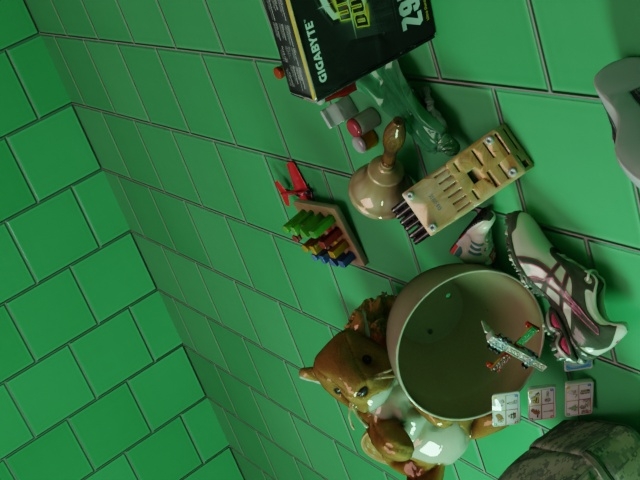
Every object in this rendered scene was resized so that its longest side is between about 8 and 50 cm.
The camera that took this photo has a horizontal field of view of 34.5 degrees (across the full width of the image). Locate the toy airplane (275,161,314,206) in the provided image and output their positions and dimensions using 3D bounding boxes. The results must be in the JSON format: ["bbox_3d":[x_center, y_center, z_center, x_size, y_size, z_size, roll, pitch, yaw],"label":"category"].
[{"bbox_3d":[-0.058,-0.112,2.364,0.151,0.028,0.151,42,153,28],"label":"toy airplane"}]

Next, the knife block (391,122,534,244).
[{"bbox_3d":[0.243,-0.094,1.777,0.276,0.242,0.088,-36,87,21],"label":"knife block"}]

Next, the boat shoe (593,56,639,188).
[{"bbox_3d":[0.406,-0.118,1.257,0.301,0.108,0.102,-94,-21,-58],"label":"boat shoe"}]

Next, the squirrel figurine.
[{"bbox_3d":[0.131,0.286,2.097,0.370,0.281,0.397,34,-161,-24],"label":"squirrel figurine"}]

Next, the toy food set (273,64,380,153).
[{"bbox_3d":[0.018,-0.261,1.947,0.232,0.105,0.111,60,156,-5],"label":"toy food set"}]

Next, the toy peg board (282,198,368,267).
[{"bbox_3d":[0.000,0.000,2.295,0.161,0.079,0.160,13,137,54],"label":"toy peg board"}]

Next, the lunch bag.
[{"bbox_3d":[0.436,0.462,1.793,0.212,0.256,0.305,60,167,-1],"label":"lunch bag"}]

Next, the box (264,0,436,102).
[{"bbox_3d":[0.034,-0.408,1.557,0.079,0.257,0.321,27,141,47],"label":"box"}]

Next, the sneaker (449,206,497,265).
[{"bbox_3d":[0.289,0.000,1.827,0.075,0.057,0.161,37,152,4],"label":"sneaker"}]

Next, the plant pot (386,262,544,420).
[{"bbox_3d":[0.234,0.158,1.874,0.284,0.284,0.191,69,169,-23],"label":"plant pot"}]

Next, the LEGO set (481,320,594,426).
[{"bbox_3d":[0.380,0.210,1.796,0.060,0.183,0.244,-96,-3,-56],"label":"LEGO set"}]

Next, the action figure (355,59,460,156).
[{"bbox_3d":[0.159,-0.228,1.772,0.232,0.064,0.137,52,154,21],"label":"action figure"}]

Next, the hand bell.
[{"bbox_3d":[0.122,-0.145,1.833,0.126,0.126,0.242,50,161,18],"label":"hand bell"}]

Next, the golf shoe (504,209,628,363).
[{"bbox_3d":[0.393,0.061,1.663,0.120,0.105,0.272,-33,75,30],"label":"golf shoe"}]

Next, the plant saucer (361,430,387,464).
[{"bbox_3d":[0.198,0.482,2.469,0.200,0.037,0.200,6,141,5],"label":"plant saucer"}]
